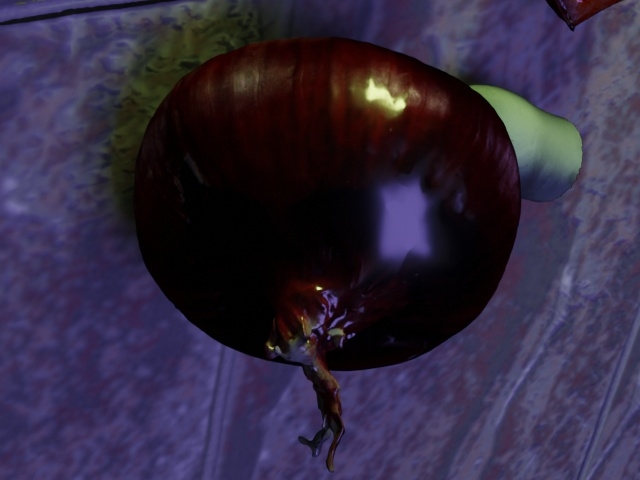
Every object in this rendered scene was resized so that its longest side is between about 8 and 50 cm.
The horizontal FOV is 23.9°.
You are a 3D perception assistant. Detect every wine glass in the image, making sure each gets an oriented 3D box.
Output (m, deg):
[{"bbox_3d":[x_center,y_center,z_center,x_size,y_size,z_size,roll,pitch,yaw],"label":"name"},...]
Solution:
[{"bbox_3d":[0.127,-0.082,1.224,0.202,0.093,0.093,11,115,-47],"label":"wine glass"}]

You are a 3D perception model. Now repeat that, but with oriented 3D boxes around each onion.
[{"bbox_3d":[0.000,0.000,1.033,0.273,0.285,0.273,5,139,4],"label":"onion"}]

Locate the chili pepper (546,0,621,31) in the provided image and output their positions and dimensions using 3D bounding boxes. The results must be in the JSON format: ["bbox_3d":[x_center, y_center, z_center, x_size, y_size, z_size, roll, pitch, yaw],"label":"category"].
[{"bbox_3d":[0.249,-0.245,1.203,0.192,0.084,0.086,-33,156,-8],"label":"chili pepper"}]
